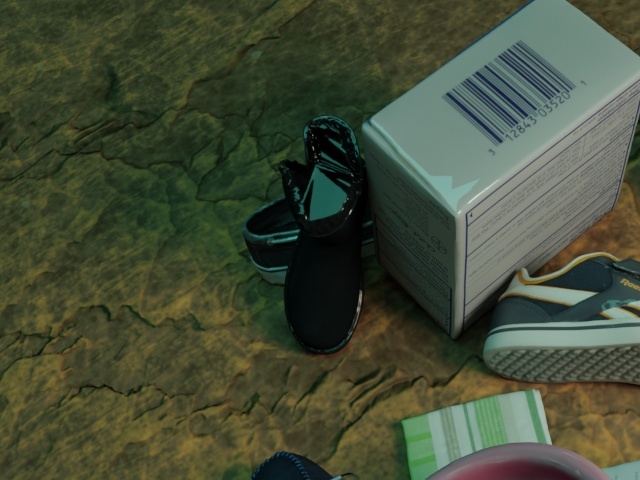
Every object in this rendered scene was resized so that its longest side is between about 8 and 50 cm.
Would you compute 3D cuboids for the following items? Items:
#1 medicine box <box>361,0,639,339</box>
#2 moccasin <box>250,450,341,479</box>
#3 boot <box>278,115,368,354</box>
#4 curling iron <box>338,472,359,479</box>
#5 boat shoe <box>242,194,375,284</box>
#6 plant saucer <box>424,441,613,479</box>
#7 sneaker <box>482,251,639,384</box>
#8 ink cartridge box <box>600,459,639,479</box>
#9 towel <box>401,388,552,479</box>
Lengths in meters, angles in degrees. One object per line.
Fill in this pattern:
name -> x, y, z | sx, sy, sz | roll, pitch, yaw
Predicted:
medicine box -> 0.195, -0.075, 1.320 | 0.263, 0.289, 0.149 | -37, 64, -15
moccasin -> -0.026, 0.294, 1.121 | 0.138, 0.117, 0.342 | -50, 24, 10
boot -> 0.000, 0.000, 1.331 | 0.094, 0.207, 0.247 | 9, 85, 9
curling iron -> 0.025, 0.357, 1.185 | 0.068, 0.035, 0.274 | -23, 48, 28
boat shoe -> 0.048, -0.049, 1.486 | 0.301, 0.102, 0.108 | -21, 46, 0
plant saucer -> 0.150, 0.337, 1.042 | 0.332, 0.084, 0.332 | -32, 35, 26
sneaker -> 0.333, 0.081, 1.258 | 0.321, 0.126, 0.127 | 3, 57, 23
ink cartridge box -> 0.240, 0.354, 1.055 | 0.330, 0.071, 0.324 | -24, 39, 39
towel -> 0.165, 0.218, 1.270 | 0.152, 0.023, 0.113 | -15, 45, 9
